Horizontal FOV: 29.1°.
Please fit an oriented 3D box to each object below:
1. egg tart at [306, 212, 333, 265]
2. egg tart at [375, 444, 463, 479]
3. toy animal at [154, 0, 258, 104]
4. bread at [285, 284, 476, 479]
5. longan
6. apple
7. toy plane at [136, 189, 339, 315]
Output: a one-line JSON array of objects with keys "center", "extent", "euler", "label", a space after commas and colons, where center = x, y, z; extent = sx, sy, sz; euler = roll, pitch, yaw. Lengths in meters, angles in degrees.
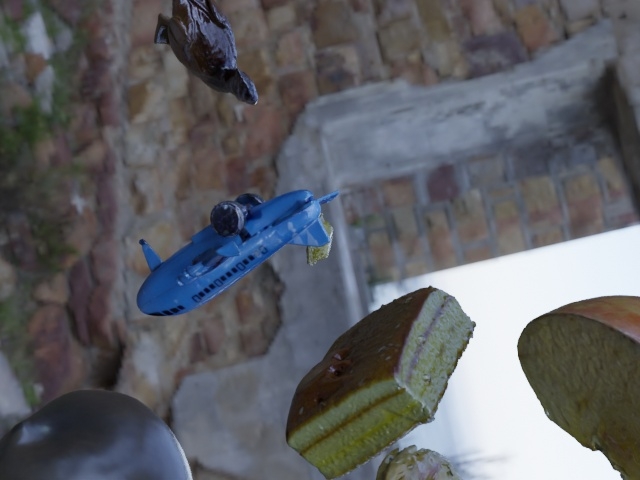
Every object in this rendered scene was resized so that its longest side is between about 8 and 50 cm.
[{"center": [0.000, 0.000, 2.355], "extent": [0.105, 0.039, 0.105], "euler": [10, 90, -84], "label": "egg tart"}, {"center": [0.154, 0.530, 2.065], "extent": [0.388, 0.169, 0.388], "euler": [44, 38, -48], "label": "egg tart"}, {"center": [-0.146, -0.260, 1.577], "extent": [0.179, 0.089, 0.188], "euler": [45, -16, 38], "label": "toy animal"}, {"center": [0.071, 0.162, 1.505], "extent": [0.110, 0.184, 0.234], "euler": [50, 31, -8], "label": "bread"}, {"center": [-0.315, 0.353, 1.643], "extent": [0.350, 0.288, 0.288], "euler": [-24, 102, -57], "label": "longan"}, {"center": [0.434, 0.194, 1.653], "extent": [0.309, 0.252, 0.314], "euler": [48, 13, 29], "label": "apple"}, {"center": [-0.109, 0.009, 1.447], "extent": [0.105, 0.271, 0.254], "euler": [67, 17, -2], "label": "toy plane"}]
